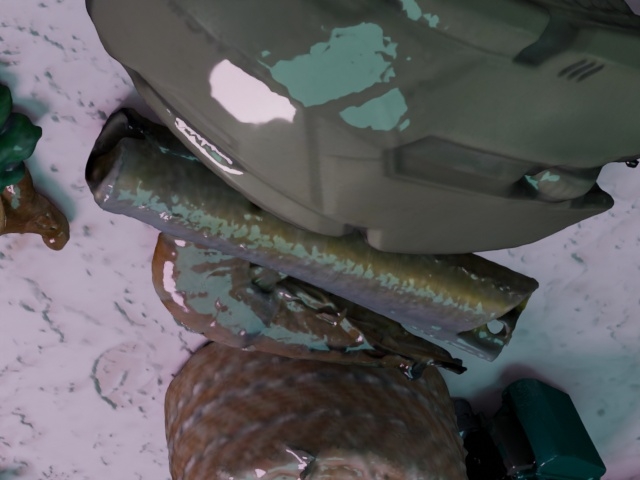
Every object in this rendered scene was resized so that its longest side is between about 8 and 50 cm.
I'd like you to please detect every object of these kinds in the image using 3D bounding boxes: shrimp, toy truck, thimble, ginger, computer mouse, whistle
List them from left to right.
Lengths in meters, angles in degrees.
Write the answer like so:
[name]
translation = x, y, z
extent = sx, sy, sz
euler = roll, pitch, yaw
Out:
[ginger]
translation = -0.202, -0.019, 1.203
extent = 0.048, 0.030, 0.097
euler = -21, 139, 9
[thimble]
translation = -0.005, 0.170, 1.395
extent = 0.229, 0.148, 0.196
euler = 23, 130, -33
[whistle]
translation = 0.000, 0.000, 1.210
extent = 0.326, 0.057, 0.068
euler = 23, 100, -23
[shrimp]
translation = 0.005, 0.023, 1.287
extent = 0.254, 0.059, 0.145
euler = 13, 119, -17
[computer mouse]
translation = 0.051, -0.091, 1.094
extent = 0.429, 0.145, 0.228
euler = 20, 129, -34
[toy truck]
translation = 0.136, 0.219, 1.522
extent = 0.124, 0.114, 0.253
euler = -3, 142, -28

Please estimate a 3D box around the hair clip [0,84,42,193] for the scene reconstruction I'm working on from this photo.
[hair clip]
translation = -0.270, -0.063, 1.123
extent = 0.195, 0.052, 0.124
euler = 4, 125, -25
